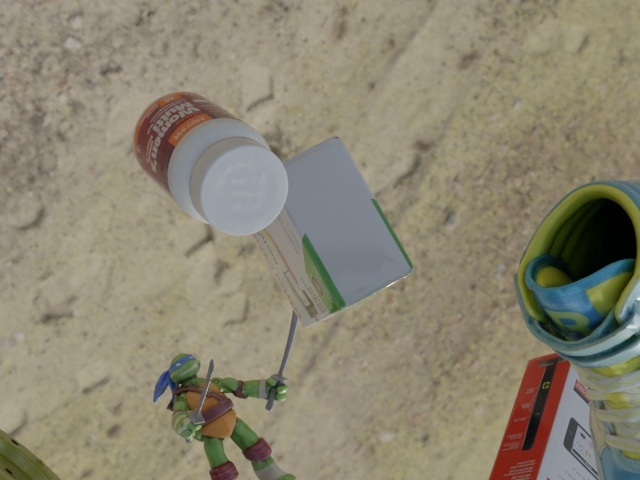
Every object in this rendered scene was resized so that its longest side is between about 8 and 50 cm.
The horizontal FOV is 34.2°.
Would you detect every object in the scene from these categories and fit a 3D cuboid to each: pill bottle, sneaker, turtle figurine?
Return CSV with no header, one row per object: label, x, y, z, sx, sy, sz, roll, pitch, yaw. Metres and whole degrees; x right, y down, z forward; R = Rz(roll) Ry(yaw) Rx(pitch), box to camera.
pill bottle,-0.126,-0.088,1.175,0.121,0.221,0.121,-10,113,-24
sneaker,0.222,0.101,0.784,0.208,0.127,0.318,3,85,-48
turtle figurine,-0.130,0.288,1.637,0.275,0.266,0.198,-24,-177,19

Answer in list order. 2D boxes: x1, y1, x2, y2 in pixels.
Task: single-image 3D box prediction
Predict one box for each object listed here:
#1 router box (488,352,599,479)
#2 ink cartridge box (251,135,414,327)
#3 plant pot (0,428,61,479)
router box,0.353,0.357,1.310,0.335,0.082,0.301,46,48,-19
ink cartridge box,0.000,0.000,1.428,0.117,0.201,0.278,-29,176,-14
plant pot,-0.494,0.409,1.287,0.353,0.366,0.366,-51,142,-7
